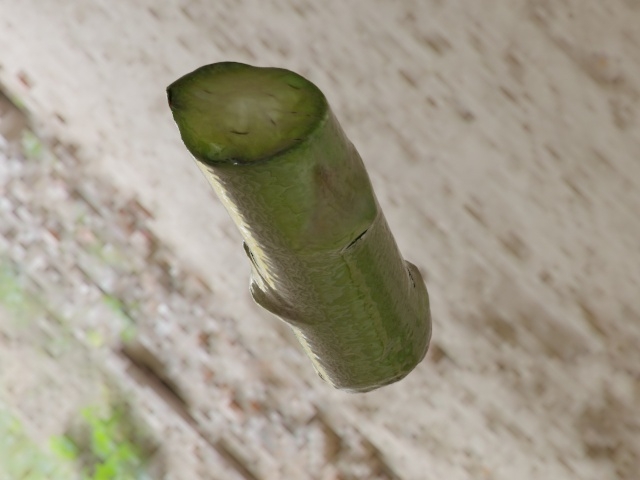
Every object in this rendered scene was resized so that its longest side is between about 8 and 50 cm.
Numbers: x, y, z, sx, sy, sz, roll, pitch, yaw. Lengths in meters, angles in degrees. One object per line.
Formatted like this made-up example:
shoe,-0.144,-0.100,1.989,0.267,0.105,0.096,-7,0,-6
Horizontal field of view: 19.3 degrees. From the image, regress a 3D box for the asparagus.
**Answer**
asparagus,-0.001,-0.002,0.768,0.067,0.060,0.278,4,159,11
